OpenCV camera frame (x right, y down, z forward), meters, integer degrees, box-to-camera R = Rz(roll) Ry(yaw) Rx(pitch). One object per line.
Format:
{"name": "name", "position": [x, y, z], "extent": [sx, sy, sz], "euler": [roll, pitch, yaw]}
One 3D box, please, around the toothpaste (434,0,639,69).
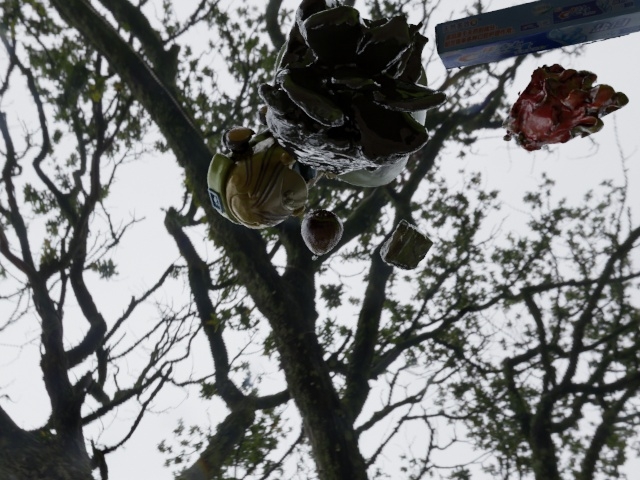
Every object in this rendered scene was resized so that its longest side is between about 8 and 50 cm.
{"name": "toothpaste", "position": [0.305, -0.302, 0.802], "extent": [0.272, 0.066, 0.053], "euler": [-4, -97, 24]}

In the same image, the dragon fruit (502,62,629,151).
{"name": "dragon fruit", "position": [0.387, -0.214, 0.907], "extent": [0.150, 0.208, 0.133], "euler": [45, -110, -28]}

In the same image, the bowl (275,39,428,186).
{"name": "bowl", "position": [0.123, -0.361, 1.337], "extent": [0.435, 0.196, 0.434], "euler": [15, -117, -34]}

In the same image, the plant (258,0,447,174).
{"name": "plant", "position": [0.032, -0.189, 0.686], "extent": [0.199, 0.276, 0.188], "euler": [14, -93, -8]}

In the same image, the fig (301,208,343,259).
{"name": "fig", "position": [0.000, 0.000, 1.162], "extent": [0.089, 0.125, 0.088], "euler": [4, -148, -3]}

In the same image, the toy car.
{"name": "toy car", "position": [-0.072, -0.120, 1.011], "extent": [0.142, 0.200, 0.248], "euler": [30, -120, 31]}

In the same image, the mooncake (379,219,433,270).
{"name": "mooncake", "position": [0.234, 0.017, 1.585], "extent": [0.125, 0.073, 0.130], "euler": [30, -83, -37]}
